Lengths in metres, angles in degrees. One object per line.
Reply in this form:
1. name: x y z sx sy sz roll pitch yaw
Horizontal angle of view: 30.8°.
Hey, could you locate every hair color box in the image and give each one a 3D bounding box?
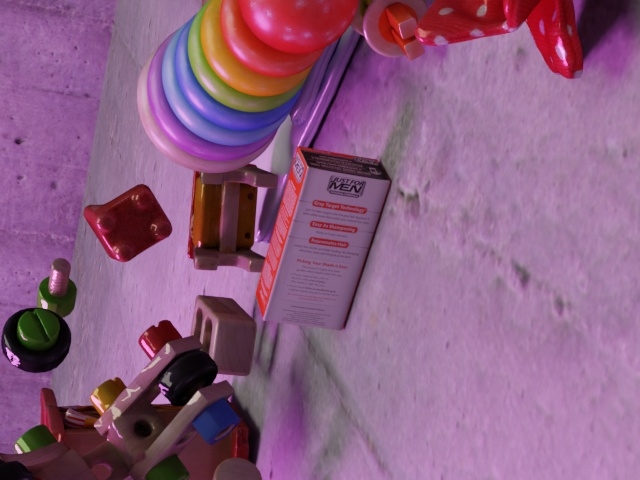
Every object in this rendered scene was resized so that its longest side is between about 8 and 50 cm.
1. hair color box: 0.000 0.000 0.939 0.043 0.072 0.141 -112 36 -58

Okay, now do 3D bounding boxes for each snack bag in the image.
1. snack bag: -0.032 -0.221 1.199 0.343 0.037 0.323 116 155 -44

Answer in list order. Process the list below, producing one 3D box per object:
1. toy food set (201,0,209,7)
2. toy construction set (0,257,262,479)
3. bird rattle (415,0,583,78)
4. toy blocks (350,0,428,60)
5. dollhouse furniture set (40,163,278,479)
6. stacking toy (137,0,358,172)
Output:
1. toy food set: -0.132 -0.339 1.578 0.192 0.038 0.132 -108 24 -44
2. toy construction set: -0.177 0.228 1.026 0.257 0.308 0.237 -61 -3 -44
3. bird rattle: 0.148 -0.194 0.562 0.253 0.143 0.207 119 168 -78
4. toy blocks: 0.070 -0.185 0.832 0.148 0.054 0.123 -120 42 -62
5. dollhouse furniture set: -0.174 0.101 1.185 0.152 0.201 0.374 -153 67 -71
6. stacking toy: -0.055 -0.155 0.961 0.330 0.141 0.141 155 121 -69
